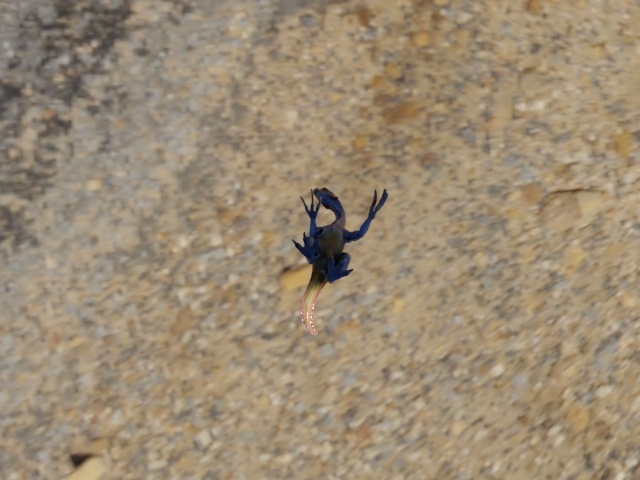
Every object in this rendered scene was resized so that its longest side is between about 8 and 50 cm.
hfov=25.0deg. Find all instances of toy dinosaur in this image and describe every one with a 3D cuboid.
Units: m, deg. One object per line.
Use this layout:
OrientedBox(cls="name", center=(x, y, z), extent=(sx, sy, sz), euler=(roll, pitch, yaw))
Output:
OrientedBox(cls="toy dinosaur", center=(0.000, 0.000, 0.869), extent=(0.047, 0.082, 0.090), euler=(27, 101, -3))
